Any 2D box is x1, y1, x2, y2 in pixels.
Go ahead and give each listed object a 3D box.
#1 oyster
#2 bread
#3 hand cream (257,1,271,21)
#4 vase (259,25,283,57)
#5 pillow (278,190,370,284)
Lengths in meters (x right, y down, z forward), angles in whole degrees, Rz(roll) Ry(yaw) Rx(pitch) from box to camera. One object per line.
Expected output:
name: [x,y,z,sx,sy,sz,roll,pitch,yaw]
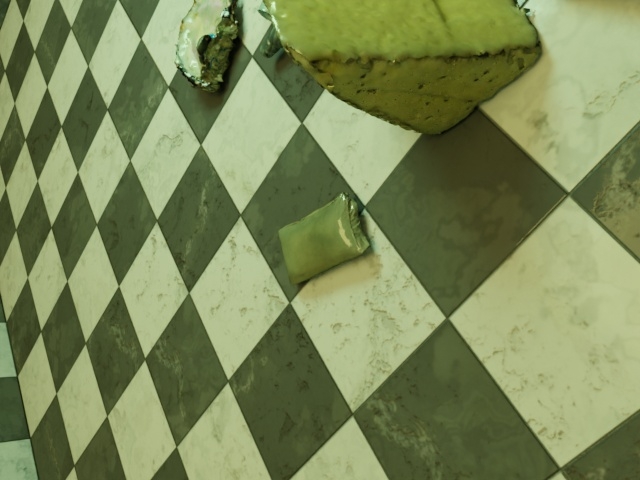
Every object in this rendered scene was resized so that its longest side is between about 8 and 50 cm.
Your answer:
oyster: [-0.260,-0.471,1.362,0.198,0.092,0.260,-17,63,42]
bread: [0.113,-0.321,0.823,0.279,0.315,0.249,-31,65,27]
hand cream: [-0.017,-0.560,1.086,0.331,0.085,0.058,-61,25,6]
vase: [-0.049,-0.437,1.159,0.211,0.059,0.060,-35,61,35]
pillow: [0.000,0.000,1.055,0.208,0.053,0.119,-29,62,42]
